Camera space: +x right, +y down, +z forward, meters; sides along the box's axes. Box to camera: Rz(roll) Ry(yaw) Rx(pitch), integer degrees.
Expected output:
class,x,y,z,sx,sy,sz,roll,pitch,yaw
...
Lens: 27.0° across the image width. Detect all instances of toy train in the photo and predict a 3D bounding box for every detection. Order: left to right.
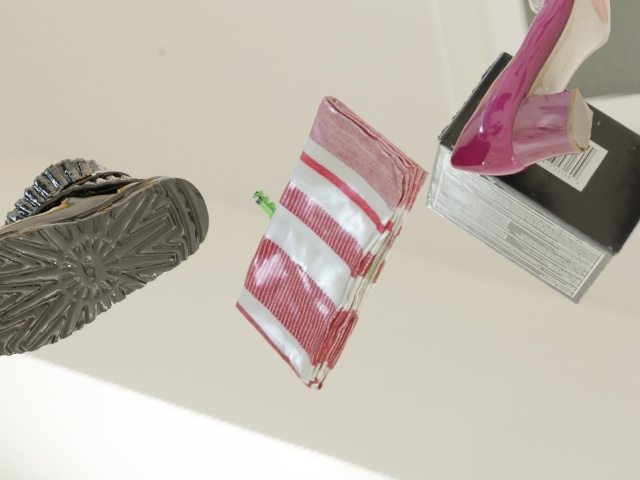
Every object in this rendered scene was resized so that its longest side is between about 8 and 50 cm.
class,x,y,z,sx,sy,sz,roll,pitch,yaw
toy train,-0.069,-0.040,1.935,0.017,0.083,0.023,-31,-151,29

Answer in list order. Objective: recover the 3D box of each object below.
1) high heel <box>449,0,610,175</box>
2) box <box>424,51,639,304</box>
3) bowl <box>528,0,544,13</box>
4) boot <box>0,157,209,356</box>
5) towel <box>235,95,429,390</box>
class,x,y,z,sx,sy,sz,roll,pitch,yaw
high heel,0.275,-0.252,1.765,0.181,0.127,0.377,-8,-133,31
box,0.327,-0.086,1.966,0.183,0.296,0.294,-54,171,-14
bowl,0.401,-0.411,2.042,0.080,0.170,0.170,21,-178,-20
boot,-0.324,0.012,1.522,0.348,0.131,0.260,-24,-158,-34
towel,0.000,0.000,1.742,0.037,0.329,0.237,12,-160,-37
